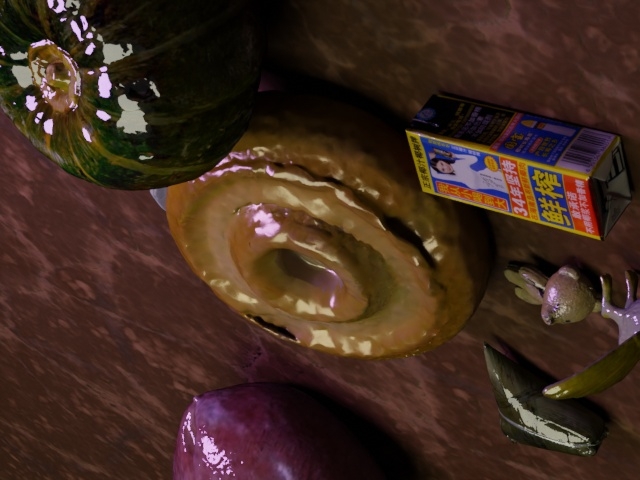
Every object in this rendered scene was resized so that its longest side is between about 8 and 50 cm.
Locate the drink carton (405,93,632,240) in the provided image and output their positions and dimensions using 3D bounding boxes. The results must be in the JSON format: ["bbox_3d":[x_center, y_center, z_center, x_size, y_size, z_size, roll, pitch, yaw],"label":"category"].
[{"bbox_3d":[0.151,-0.059,1.462,0.165,0.056,0.071,18,141,33],"label":"drink carton"}]

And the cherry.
[{"bbox_3d":[-0.049,0.283,2.099,0.261,0.221,0.307,-13,114,47],"label":"cherry"}]

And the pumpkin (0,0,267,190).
[{"bbox_3d":[-0.148,-0.165,1.518,0.260,0.189,0.260,30,135,36],"label":"pumpkin"}]

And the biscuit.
[{"bbox_3d":[0.000,0.000,1.649,0.296,0.102,0.296,18,144,14],"label":"biscuit"}]

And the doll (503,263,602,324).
[{"bbox_3d":[0.196,0.041,1.608,0.061,0.051,0.093,50,180,-28],"label":"doll"}]

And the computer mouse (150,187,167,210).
[{"bbox_3d":[-0.075,-0.028,1.782,0.181,0.056,0.089,41,141,-23],"label":"computer mouse"}]

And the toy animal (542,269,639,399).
[{"bbox_3d":[0.253,0.054,1.494,0.095,0.219,0.155,29,121,53],"label":"toy animal"}]

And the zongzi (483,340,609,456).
[{"bbox_3d":[0.206,0.143,1.751,0.104,0.052,0.113,5,129,34],"label":"zongzi"}]
